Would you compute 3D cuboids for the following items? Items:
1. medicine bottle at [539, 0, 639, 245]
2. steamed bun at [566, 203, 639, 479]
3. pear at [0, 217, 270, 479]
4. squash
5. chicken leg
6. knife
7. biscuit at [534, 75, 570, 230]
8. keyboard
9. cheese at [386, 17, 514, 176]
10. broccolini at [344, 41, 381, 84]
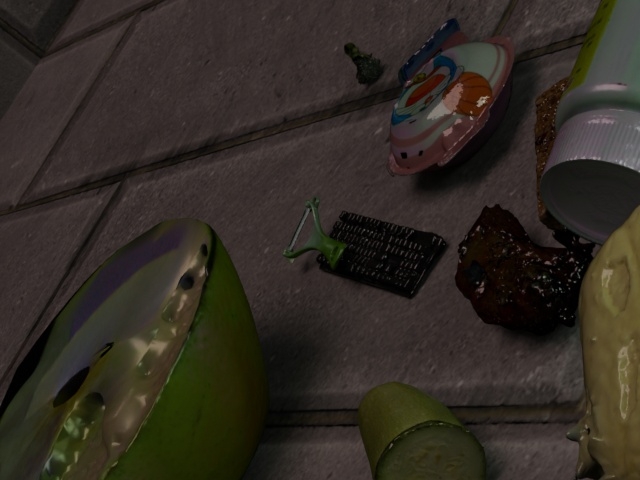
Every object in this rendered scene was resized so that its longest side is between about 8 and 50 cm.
[{"bbox_3d":[0.271,-0.115,1.487,0.139,0.139,0.225,-21,38,52],"label":"medicine bottle"},{"bbox_3d":[0.292,0.062,1.159,0.273,0.166,0.232,-44,35,32],"label":"steamed bun"},{"bbox_3d":[-0.180,0.183,1.865,0.399,0.165,0.399,-41,25,24],"label":"pear"},{"bbox_3d":[0.067,0.168,1.543,0.094,0.094,0.224,-51,16,1],"label":"squash"},{"bbox_3d":[0.170,0.027,1.567,0.105,0.063,0.234,-49,21,-7],"label":"chicken leg"},{"bbox_3d":[0.002,0.001,1.926,0.078,0.022,0.166,-70,21,5],"label":"knife"},{"bbox_3d":[0.226,-0.085,1.664,0.064,0.034,0.199,-37,26,31],"label":"biscuit"},{"bbox_3d":[0.056,0.011,1.863,0.072,0.023,0.231,-57,23,-7],"label":"keyboard"},{"bbox_3d":[0.131,-0.155,1.904,0.189,0.074,0.286,-43,23,16],"label":"cheese"},{"bbox_3d":[0.047,-0.219,2.232,0.140,0.030,0.035,-125,38,-71],"label":"broccolini"}]
